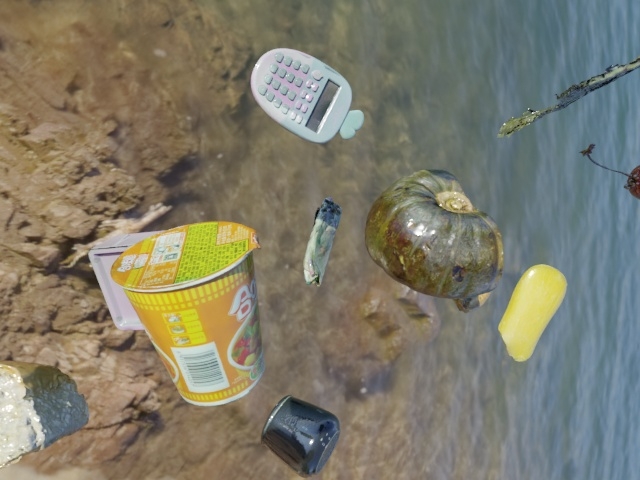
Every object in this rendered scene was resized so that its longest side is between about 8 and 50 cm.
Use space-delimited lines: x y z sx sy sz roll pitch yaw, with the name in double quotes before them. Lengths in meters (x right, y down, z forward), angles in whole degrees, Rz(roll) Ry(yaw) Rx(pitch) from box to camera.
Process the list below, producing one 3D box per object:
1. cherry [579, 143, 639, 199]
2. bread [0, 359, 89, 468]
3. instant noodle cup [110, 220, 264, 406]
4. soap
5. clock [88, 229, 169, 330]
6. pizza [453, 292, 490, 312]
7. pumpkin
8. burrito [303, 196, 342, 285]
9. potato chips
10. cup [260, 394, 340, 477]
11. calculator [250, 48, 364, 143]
"cherry" 0.660 -0.139 1.062 0.090 0.226 0.107 -65 176 12
"bread" -0.257 0.130 0.391 0.125 0.106 0.082 -10 86 -5
"instant noodle cup" -0.140 0.092 0.619 0.168 0.169 0.184 -33 124 -38
"soap" 0.352 0.120 0.862 0.089 0.033 0.168 25 100 -10
"clock" -0.243 0.059 0.796 0.063 0.197 0.150 -58 139 -62
"pizza" 0.373 0.087 1.369 0.199 0.062 0.188 40 45 8
"pumpkin" 0.209 0.000 1.096 0.232 0.325 0.242 -10 127 -11
"burrito" 0.001 0.001 1.698 0.096 0.066 0.309 29 66 -37
"potato chips" 0.365 -0.209 0.736 0.202 0.220 0.029 -28 92 -32
"cup" -0.047 0.505 1.330 0.169 0.177 0.223 -63 160 -12
"calculator" -0.027 -0.342 1.239 0.299 0.041 0.185 26 88 -22
